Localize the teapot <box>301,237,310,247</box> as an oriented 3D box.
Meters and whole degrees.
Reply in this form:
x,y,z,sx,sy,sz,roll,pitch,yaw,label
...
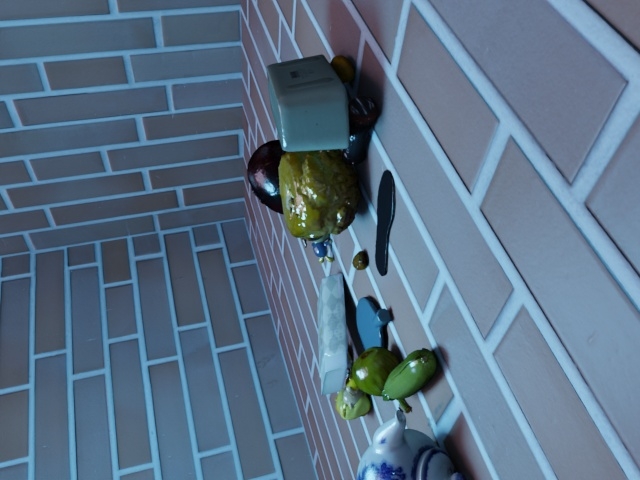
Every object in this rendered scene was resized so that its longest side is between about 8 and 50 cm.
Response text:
x,y,z,sx,sy,sz,roll,pitch,yaw,label
-0.036,-0.049,2.393,0.173,0.116,0.116,-58,36,29,teapot

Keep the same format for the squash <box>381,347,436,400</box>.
x,y,z,sx,sy,sz,roll,pitch,yaw,label
0.236,0.367,1.600,0.341,0.094,0.095,110,147,-57,squash

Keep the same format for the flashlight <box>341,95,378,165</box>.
x,y,z,sx,sy,sz,roll,pitch,yaw,label
0.104,-0.305,1.692,0.232,0.093,0.093,102,154,-63,flashlight

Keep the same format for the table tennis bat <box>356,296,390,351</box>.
x,y,z,sx,sy,sz,roll,pitch,yaw,label
0.168,0.278,1.921,0.329,0.044,0.215,111,148,-68,table tennis bat

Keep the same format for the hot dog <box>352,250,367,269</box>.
x,y,z,sx,sy,sz,roll,pitch,yaw,label
0.128,0.065,1.937,0.083,0.035,0.058,120,139,-69,hot dog

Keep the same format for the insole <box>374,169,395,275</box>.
x,y,z,sx,sy,sz,roll,pitch,yaw,label
0.182,-0.045,1.711,0.119,0.009,0.348,-116,22,-53,insole

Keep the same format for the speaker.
x,y,z,sx,sy,sz,roll,pitch,yaw,label
-0.044,-0.399,1.713,0.406,0.184,0.183,-108,10,-57,speaker

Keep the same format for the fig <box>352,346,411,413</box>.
x,y,z,sx,sy,sz,roll,pitch,yaw,label
0.190,0.405,1.792,0.148,0.186,0.142,-4,51,54,fig

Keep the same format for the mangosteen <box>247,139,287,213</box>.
x,y,z,sx,sy,sz,roll,pitch,yaw,label
-0.133,-0.256,2.313,0.297,0.293,0.297,40,176,3,mangosteen

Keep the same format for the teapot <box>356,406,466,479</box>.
x,y,z,sx,sy,sz,roll,pitch,yaw,label
0.243,0.606,1.503,0.280,0.252,0.424,-18,103,40,teapot

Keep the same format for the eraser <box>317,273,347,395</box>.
x,y,z,sx,sy,sz,roll,pitch,yaw,label
0.041,0.336,2.171,0.213,0.082,0.397,98,172,-49,eraser

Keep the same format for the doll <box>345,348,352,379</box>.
x,y,z,sx,sy,sz,roll,pitch,yaw,label
0.092,0.466,2.305,0.109,0.057,0.169,171,90,-74,doll

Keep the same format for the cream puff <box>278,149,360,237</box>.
x,y,z,sx,sy,sz,roll,pitch,yaw,label
0.000,-0.149,1.896,0.343,0.231,0.327,101,154,-53,cream puff

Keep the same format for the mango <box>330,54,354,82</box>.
x,y,z,sx,sy,sz,roll,pitch,yaw,label
0.064,-0.500,1.759,0.114,0.060,0.080,-119,24,-48,mango

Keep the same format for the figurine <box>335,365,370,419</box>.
x,y,z,sx,sy,sz,roll,pitch,yaw,label
0.119,0.551,2.135,0.156,0.131,0.246,-65,-17,-45,figurine

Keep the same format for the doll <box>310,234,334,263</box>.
x,y,z,sx,sy,sz,roll,pitch,yaw,label
0.000,0.000,2.313,0.102,0.089,0.179,-7,107,36,doll
